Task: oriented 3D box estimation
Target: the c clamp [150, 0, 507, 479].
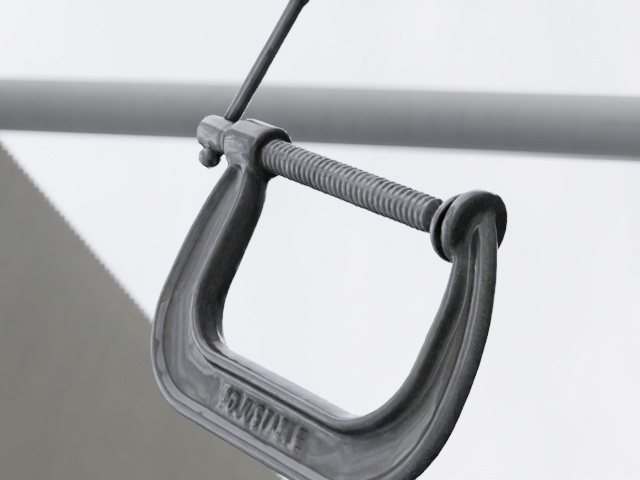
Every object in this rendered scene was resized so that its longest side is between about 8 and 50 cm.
[{"bbox_3d":[0.000,0.000,0.516,0.022,0.161,0.137,29,-88,-41],"label":"c clamp"}]
